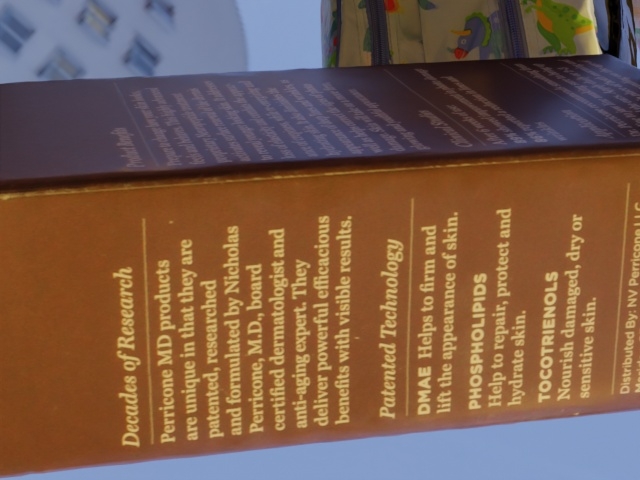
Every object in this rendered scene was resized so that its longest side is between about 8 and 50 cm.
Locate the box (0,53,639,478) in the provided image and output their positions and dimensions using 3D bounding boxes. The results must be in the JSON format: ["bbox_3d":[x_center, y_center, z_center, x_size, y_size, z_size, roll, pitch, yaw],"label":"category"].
[{"bbox_3d":[0.000,0.000,0.704,0.381,0.143,0.191,-3,-161,-13],"label":"box"}]

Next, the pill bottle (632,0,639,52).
[{"bbox_3d":[0.389,-0.140,1.356,0.136,0.246,0.136,-26,-161,10],"label":"pill bottle"}]

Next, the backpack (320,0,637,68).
[{"bbox_3d":[0.110,-0.145,1.017,0.273,0.290,0.355,-18,-125,-6],"label":"backpack"}]
